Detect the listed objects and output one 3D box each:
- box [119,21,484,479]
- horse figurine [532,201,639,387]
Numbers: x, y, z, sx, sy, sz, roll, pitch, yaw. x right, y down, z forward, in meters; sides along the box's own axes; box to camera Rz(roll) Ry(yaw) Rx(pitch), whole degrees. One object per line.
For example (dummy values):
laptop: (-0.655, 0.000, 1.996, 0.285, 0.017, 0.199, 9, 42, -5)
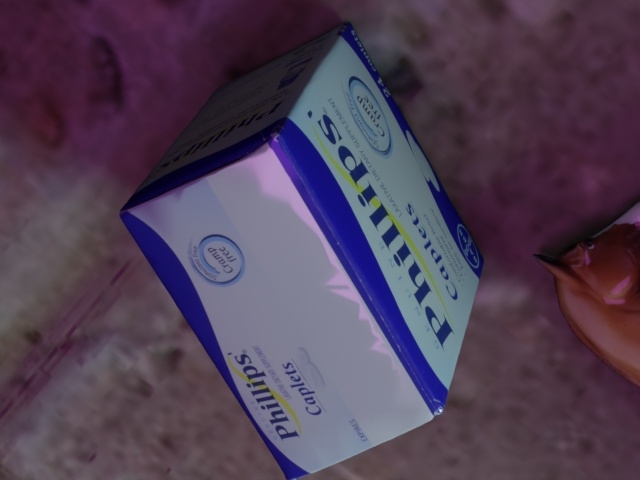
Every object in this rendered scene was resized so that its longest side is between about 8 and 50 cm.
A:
box: (0.000, 0.000, 0.628, 0.072, 0.137, 0.126, -24, 108, 23)
horse figurine: (0.229, 0.072, 0.648, 0.174, 0.066, 0.263, -34, 101, 18)
